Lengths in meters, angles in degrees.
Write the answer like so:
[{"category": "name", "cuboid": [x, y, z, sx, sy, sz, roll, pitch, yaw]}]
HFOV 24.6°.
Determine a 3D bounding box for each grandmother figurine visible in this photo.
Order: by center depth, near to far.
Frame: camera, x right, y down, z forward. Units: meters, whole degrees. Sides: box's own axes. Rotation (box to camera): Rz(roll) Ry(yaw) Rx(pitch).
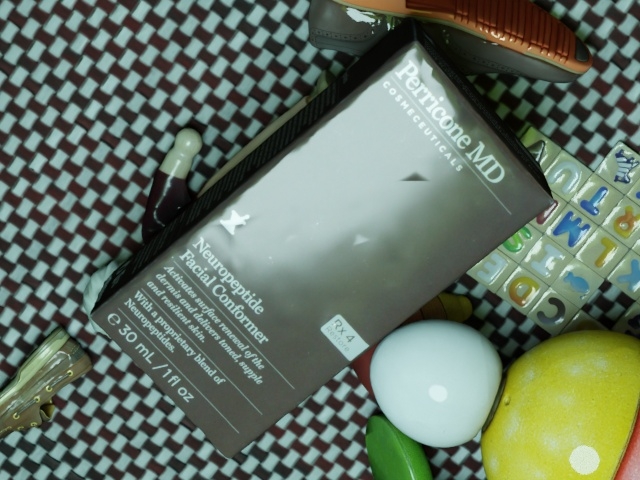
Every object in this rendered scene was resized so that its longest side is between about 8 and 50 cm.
[{"category": "grandmother figurine", "cuboid": [-0.091, -0.008, 1.442, 0.342, 0.104, 0.208, -35, 74, 14]}]

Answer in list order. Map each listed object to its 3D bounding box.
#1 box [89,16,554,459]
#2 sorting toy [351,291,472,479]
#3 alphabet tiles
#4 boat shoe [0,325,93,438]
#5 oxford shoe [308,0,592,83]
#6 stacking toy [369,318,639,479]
[{"category": "box", "cuboid": [0.000, 0.000, 1.318, 0.381, 0.143, 0.191, -41, 102, 11]}, {"category": "sorting toy", "cuboid": [0.119, 0.199, 1.493, 0.126, 0.127, 0.365, -16, 103, -17]}, {"category": "alphabet tiles", "cuboid": [0.266, 0.000, 1.469, 0.237, 0.009, 0.198, 36, 104, -7]}, {"category": "boat shoe", "cuboid": [-0.304, 0.170, 1.510, 0.060, 0.064, 0.178, 42, 100, -6]}, {"category": "oxford shoe", "cuboid": [0.121, -0.191, 1.393, 0.271, 0.097, 0.098, 18, 125, 2]}, {"category": "stacking toy", "cuboid": [0.271, 0.196, 1.364, 0.480, 0.350, 0.350, 21, 105, 2]}]
